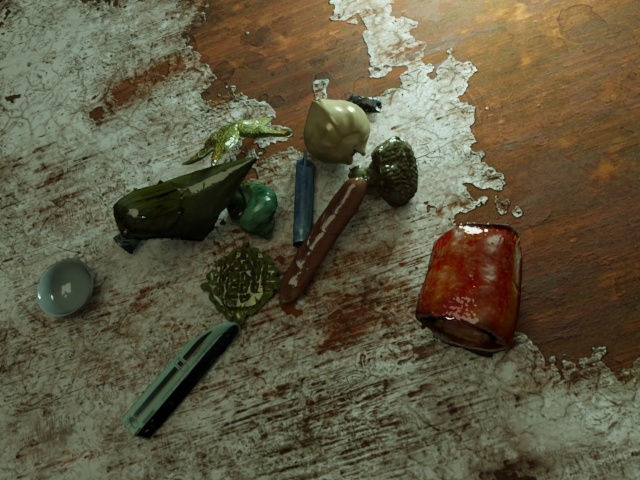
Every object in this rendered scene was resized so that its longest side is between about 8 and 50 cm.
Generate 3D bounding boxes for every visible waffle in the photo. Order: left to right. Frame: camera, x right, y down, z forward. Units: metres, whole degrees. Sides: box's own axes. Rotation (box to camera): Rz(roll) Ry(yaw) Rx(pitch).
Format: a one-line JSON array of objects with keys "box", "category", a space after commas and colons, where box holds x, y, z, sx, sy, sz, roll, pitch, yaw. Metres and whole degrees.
[{"box": [-0.234, 0.118, 1.826, 0.223, 0.054, 0.204, -43, 65, -4], "category": "waffle"}]

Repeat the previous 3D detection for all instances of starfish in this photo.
[{"box": [-0.273, -0.319, 1.894, 0.347, 0.078, 0.358, -32, 28, -19], "category": "starfish"}]

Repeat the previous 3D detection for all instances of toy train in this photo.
[{"box": [-0.388, 0.373, 1.747, 0.088, 0.086, 0.407, 36, 80, 29], "category": "toy train"}]

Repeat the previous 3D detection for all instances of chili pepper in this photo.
[{"box": [0.391, 0.121, 1.609, 0.252, 0.229, 0.305, 5, 60, 18], "category": "chili pepper"}]

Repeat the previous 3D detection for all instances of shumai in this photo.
[{"box": [0.180, -0.200, 1.800, 0.176, 0.205, 0.166, 11, 33, 45], "category": "shumai"}]

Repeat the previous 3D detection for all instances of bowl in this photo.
[{"box": [-0.775, 0.155, 1.923, 0.189, 0.086, 0.188, -4, 68, 10], "category": "bowl"}]

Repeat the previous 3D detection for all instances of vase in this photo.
[{"box": [-0.546, -0.070, 1.954, 0.115, 0.115, 0.237, 40, 86, 24], "category": "vase"}]

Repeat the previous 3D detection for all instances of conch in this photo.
[{"box": [-0.205, -0.096, 1.870, 0.176, 0.122, 0.188, -30, 61, 23], "category": "conch"}]

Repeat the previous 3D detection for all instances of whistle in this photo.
[{"box": [-0.049, -0.126, 1.877, 0.062, 0.062, 0.303, -4, 68, 12], "category": "whistle"}]

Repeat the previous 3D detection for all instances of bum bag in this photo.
[{"box": [0.137, -0.434, 1.969, 0.125, 0.034, 0.057, 10, 81, 17], "category": "bum bag"}]

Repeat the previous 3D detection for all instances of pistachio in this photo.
[{"box": [0.040, -0.322, 1.815, 0.194, 0.318, 0.213, -34, 103, 0], "category": "pistachio"}]

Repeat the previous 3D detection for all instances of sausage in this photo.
[{"box": [0.000, 0.000, 1.762, 0.088, 0.088, 0.432, 35, 96, 23], "category": "sausage"}]

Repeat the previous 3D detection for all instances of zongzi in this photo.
[{"box": [-0.380, -0.132, 1.748, 0.360, 0.323, 0.159, -39, 71, 34], "category": "zongzi"}]
